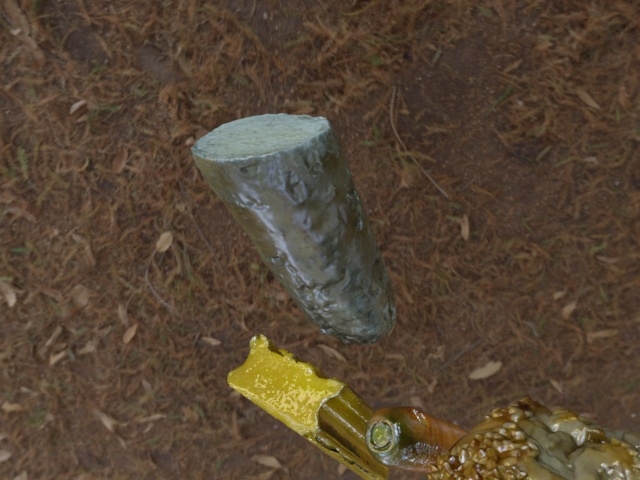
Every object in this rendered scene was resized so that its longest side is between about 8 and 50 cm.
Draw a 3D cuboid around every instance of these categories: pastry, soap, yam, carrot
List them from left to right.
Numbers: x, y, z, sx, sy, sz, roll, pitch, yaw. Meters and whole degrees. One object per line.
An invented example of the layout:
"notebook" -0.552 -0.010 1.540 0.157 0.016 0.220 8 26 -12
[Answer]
"yam" 0.000 0.000 0.615 0.133 0.133 0.330 -24 128 7
"soap" 0.006 0.292 0.959 0.096 0.204 0.324 -56 139 -17
"carrot" 0.142 0.275 0.784 0.193 0.087 0.087 26 113 -37
"pastry" 0.258 0.266 0.556 0.311 0.255 0.161 19 121 33
